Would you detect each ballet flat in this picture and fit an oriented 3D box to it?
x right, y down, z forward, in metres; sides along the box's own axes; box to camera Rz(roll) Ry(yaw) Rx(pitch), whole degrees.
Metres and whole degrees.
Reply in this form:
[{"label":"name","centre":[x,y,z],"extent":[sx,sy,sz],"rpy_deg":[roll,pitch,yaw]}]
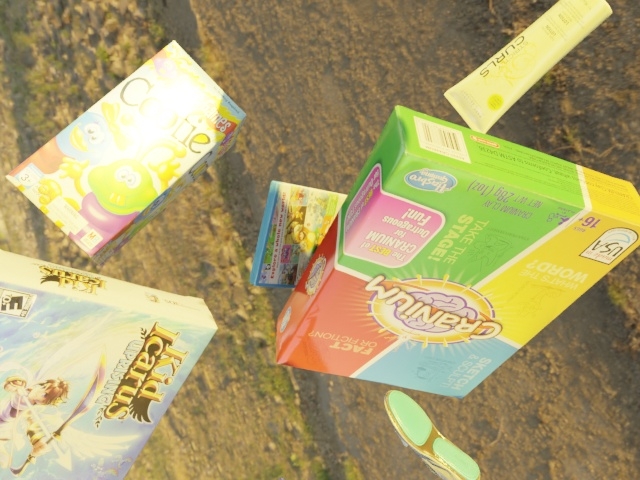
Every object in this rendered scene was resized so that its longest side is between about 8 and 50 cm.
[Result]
[{"label":"ballet flat","centre":[0.180,0.354,0.995],"extent":[0.213,0.072,0.068],"rpy_deg":[42,135,8]}]

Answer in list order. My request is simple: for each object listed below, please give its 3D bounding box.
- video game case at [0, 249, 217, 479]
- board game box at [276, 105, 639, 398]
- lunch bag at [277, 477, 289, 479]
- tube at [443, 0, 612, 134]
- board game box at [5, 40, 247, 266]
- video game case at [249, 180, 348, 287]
[{"label":"video game case","centre":[-0.277,0.157,0.586],"extent":[0.269,0.244,0.061],"rpy_deg":[-57,43,13]},{"label":"board game box","centre":[0.117,0.041,0.573],"extent":[0.316,0.242,0.064],"rpy_deg":[118,159,-43]},{"label":"lunch bag","centre":[-0.035,0.443,0.755],"extent":[0.293,0.138,0.221],"rpy_deg":[93,-166,-67]},{"label":"tube","centre":[0.298,-0.260,0.827],"extent":[0.240,0.062,0.070],"rpy_deg":[-40,32,28]},{"label":"board game box","centre":[-0.255,-0.114,0.788],"extent":[0.144,0.275,0.142],"rpy_deg":[45,163,-6]},{"label":"video game case","centre":[0.000,0.000,0.681],"extent":[0.015,0.166,0.119],"rpy_deg":[23,103,50]}]
